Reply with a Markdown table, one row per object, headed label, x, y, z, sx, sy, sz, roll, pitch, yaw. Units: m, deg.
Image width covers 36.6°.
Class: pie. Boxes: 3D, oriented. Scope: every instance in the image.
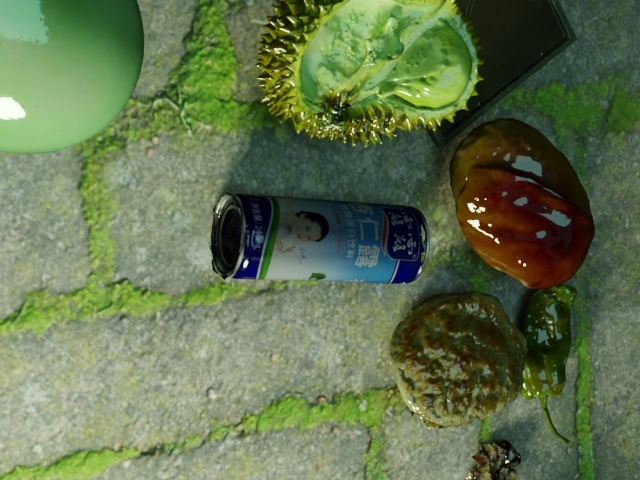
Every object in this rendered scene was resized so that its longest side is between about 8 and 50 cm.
| label | x | y | z | sx | sy | sz | roll | pitch | yaw |
| --- | --- | --- | --- | --- | --- | --- | --- | --- | --- |
| pie | 0.171 | 0.144 | 1.203 | 0.193 | 0.079 | 0.163 | -9 | 91 | -24 |

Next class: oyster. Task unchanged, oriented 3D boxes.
| label | x | y | z | sx | sy | sz | roll | pitch | yaw |
| --- | --- | --- | --- | --- | --- | --- | --- | --- | --- |
| oyster | 0.223 | 0.329 | 1.279 | 0.086 | 0.029 | 0.132 | 8 | 92 | -28 |

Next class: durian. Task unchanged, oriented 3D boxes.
| label | x | y | z | sx | sy | sz | roll | pitch | yaw |
| --- | --- | --- | --- | --- | --- | --- | --- | --- | --- |
| durian | 0.042 | -0.199 | 1.033 | 0.237 | 0.176 | 0.200 | -9 | 100 | -27 |

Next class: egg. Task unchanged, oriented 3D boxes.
| label | x | y | z | sx | sy | sz | roll | pitch | yaw |
| --- | --- | --- | --- | --- | --- | --- | --- | --- | --- |
| egg | -0.283 | -0.197 | 0.845 | 0.270 | 0.220 | 0.220 | 35 | 81 | -26 |

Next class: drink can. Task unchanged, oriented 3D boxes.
| label | x | y | z | sx | sy | sz | roll | pitch | yaw |
| --- | --- | --- | --- | --- | --- | --- | --- | --- | --- |
| drink can | 0.000 | 0.000 | 1.086 | 0.235 | 0.097 | 0.097 | 4 | 96 | -28 |

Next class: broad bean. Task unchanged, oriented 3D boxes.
| label | x | y | z | sx | sy | sz | roll | pitch | yaw |
| --- | --- | --- | --- | --- | --- | --- | --- | --- | --- |
| broad bean | 0.244 | -0.045 | 1.188 | 0.156 | 0.122 | 0.228 | -36 | 107 | 9 |

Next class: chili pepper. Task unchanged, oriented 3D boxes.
| label | x | y | z | sx | sy | sz | roll | pitch | yaw |
| --- | --- | --- | --- | --- | --- | --- | --- | --- | --- |
| chili pepper | 0.290 | 0.156 | 1.266 | 0.072 | 0.073 | 0.204 | 12 | 80 | -10 |

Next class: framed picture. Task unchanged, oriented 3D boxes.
| label | x | y | z | sx | sy | sz | roll | pitch | yaw |
| --- | --- | --- | --- | --- | --- | --- | --- | --- | --- |
| framed picture | 0.193 | -0.257 | 1.190 | 0.250 | 0.016 | 0.184 | -40 | 112 | -17 |
